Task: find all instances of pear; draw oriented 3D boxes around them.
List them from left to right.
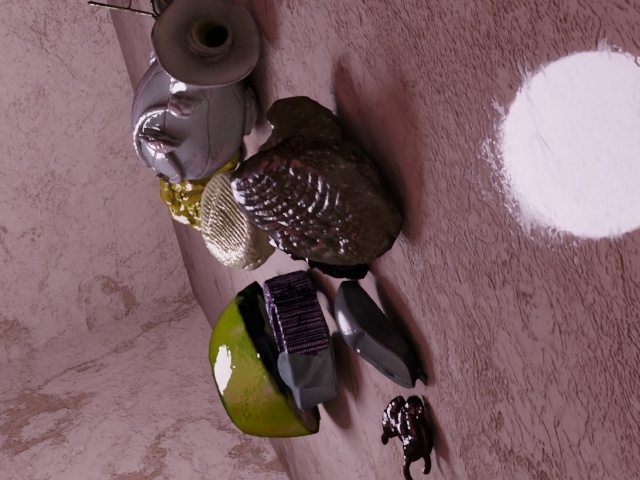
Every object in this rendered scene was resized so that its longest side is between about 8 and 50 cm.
[{"bbox_3d":[-0.150,0.306,2.482,0.399,0.165,0.398,-25,-90,-86],"label":"pear"}]

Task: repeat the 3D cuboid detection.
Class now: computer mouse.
[{"bbox_3d":[0.082,0.158,1.686,0.229,0.068,0.113,52,170,34],"label":"computer mouse"}]

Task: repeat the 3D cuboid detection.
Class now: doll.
[{"bbox_3d":[0.146,0.310,1.755,0.139,0.057,0.165,-124,26,-50],"label":"doll"}]

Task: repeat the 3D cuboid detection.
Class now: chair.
[{"bbox_3d":[-0.326,-0.527,2.230,0.326,0.170,0.159,18,143,13],"label":"chair"}]

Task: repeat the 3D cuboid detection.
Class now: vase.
[{"bbox_3d":[-0.235,-0.276,2.002,0.250,0.250,0.445,66,161,13],"label":"vase"}]

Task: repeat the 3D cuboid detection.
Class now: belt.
[{"bbox_3d":[-0.039,0.200,2.199,0.325,0.122,0.260,90,163,-62],"label":"belt"}]

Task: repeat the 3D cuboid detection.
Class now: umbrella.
[{"bbox_3d":[0.000,0.001,1.775,0.272,0.110,0.122,29,138,64],"label":"umbrella"}]

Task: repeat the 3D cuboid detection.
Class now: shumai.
[{"bbox_3d":[0.019,-0.101,1.519,0.272,0.203,0.222,24,149,21],"label":"shumai"}]

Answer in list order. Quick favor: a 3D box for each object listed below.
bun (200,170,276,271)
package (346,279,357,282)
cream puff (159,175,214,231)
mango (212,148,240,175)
[{"bbox_3d":[-0.155,-0.044,2.262,0.220,0.134,0.220,15,109,48],"label":"bun"},{"bbox_3d":[0.063,0.098,1.848,0.037,0.015,0.110,-167,58,-81],"label":"package"},{"bbox_3d":[-0.298,-0.123,2.670,0.221,0.195,0.195,67,168,-12],"label":"cream puff"},{"bbox_3d":[-0.228,-0.210,2.442,0.191,0.086,0.122,151,108,-68],"label":"mango"}]
